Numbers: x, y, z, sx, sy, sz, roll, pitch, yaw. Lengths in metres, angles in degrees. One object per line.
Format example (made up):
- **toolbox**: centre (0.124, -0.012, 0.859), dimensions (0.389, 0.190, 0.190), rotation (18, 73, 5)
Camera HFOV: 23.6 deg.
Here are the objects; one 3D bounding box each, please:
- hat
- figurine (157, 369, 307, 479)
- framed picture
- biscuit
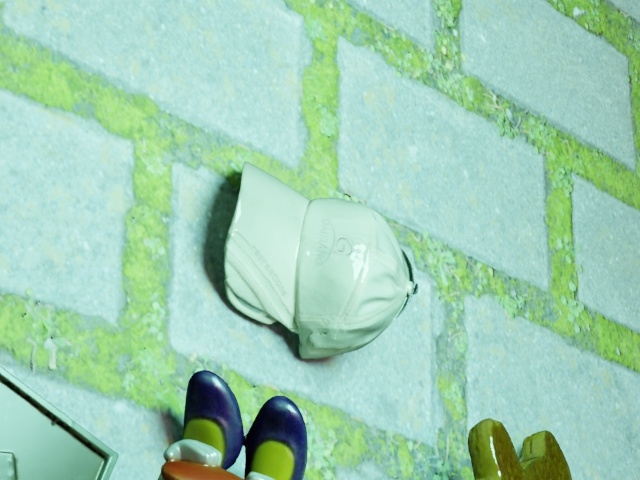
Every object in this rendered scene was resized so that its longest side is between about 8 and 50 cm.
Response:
- **hat**: centre (0.000, 0.000, 1.746), dimensions (0.226, 0.164, 0.219), rotation (56, 35, -48)
- **figurine**: centre (-0.121, 0.294, 1.443), dimensions (0.154, 0.193, 0.421), rotation (23, 22, 2)
- **framed picture**: centre (-0.307, 0.206, 1.406), dimensions (0.250, 0.016, 0.184), rotation (41, 47, -28)
- **biscuit**: centre (0.234, 0.353, 1.830), dimensions (0.432, 0.064, 0.283), rotation (3, 67, -65)
